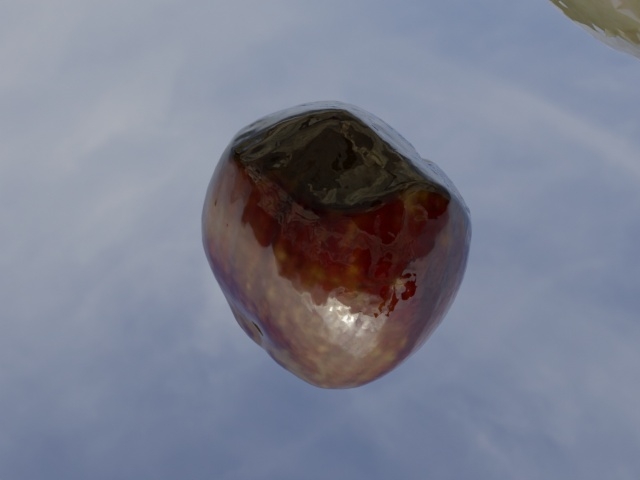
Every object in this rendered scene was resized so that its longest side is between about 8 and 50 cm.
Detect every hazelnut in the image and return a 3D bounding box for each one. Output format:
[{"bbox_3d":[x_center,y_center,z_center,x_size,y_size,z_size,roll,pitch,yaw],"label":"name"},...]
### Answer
[{"bbox_3d":[0.000,0.000,0.922,0.218,0.218,0.234,-7,-153,-9],"label":"hazelnut"}]

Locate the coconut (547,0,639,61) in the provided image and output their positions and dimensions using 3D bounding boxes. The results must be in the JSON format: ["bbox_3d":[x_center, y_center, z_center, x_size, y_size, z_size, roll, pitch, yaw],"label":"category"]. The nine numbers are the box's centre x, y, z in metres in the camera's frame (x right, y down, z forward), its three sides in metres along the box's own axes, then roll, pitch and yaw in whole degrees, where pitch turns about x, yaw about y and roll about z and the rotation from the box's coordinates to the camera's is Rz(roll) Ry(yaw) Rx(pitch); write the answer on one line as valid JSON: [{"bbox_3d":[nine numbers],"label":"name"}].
[{"bbox_3d":[0.183,-0.177,0.353,0.297,0.297,0.254,1,179,3],"label":"coconut"}]
